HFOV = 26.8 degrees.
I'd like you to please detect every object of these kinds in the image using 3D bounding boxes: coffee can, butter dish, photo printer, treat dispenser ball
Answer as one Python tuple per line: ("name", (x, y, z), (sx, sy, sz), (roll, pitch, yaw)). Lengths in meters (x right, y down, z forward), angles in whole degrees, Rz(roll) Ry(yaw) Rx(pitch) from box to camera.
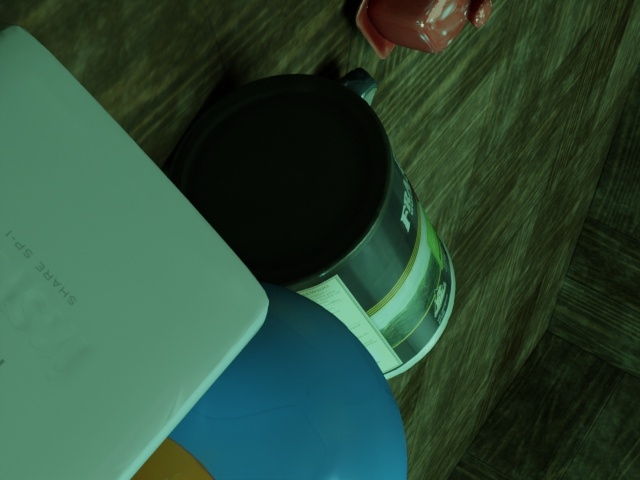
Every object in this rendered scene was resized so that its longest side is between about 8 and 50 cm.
("coffee can", (0.000, 0.000, 1.247), (0.201, 0.201, 0.275), (-58, 154, -12))
("butter dish", (0.125, -0.260, 1.414), (0.160, 0.118, 0.160), (-62, 163, -2))
("photo printer", (-0.204, 0.055, 0.753), (0.307, 0.256, 0.107), (-48, -169, -36))
("treat dispenser ball", (-0.077, 0.171, 1.036), (0.288, 0.288, 0.288), (-53, 160, -28))

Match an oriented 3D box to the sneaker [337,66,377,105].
("sneaker", (0.034, -0.055, 1.458), (0.110, 0.122, 0.283), (-44, 155, -47))
